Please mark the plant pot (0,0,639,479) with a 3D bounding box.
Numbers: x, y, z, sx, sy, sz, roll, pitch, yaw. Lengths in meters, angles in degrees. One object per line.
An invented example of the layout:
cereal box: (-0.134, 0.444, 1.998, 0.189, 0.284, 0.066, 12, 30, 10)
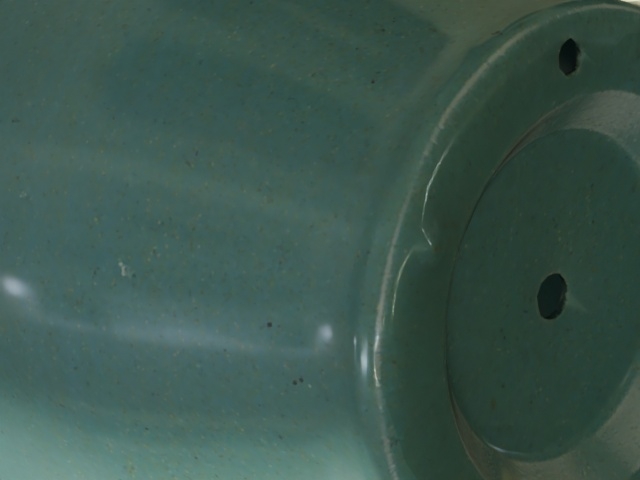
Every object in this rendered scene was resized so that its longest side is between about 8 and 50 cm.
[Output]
plant pot: (0.000, 0.000, 0.552, 0.272, 0.271, 0.255, -26, -155, -37)
